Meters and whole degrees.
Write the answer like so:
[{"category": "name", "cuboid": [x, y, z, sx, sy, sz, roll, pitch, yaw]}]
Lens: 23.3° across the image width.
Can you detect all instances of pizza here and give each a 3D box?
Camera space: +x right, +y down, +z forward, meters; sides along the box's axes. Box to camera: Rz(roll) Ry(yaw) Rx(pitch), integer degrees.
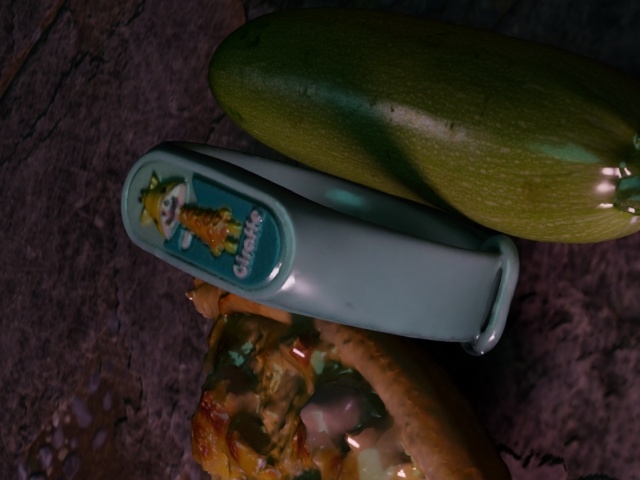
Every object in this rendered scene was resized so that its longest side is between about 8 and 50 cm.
[{"category": "pizza", "cuboid": [-0.011, 0.138, 0.925, 0.323, 0.089, 0.223, 35, 119, 53]}]

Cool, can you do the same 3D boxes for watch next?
[{"category": "watch", "cuboid": [0.000, 0.000, 0.882, 0.237, 0.195, 0.068, 21, 99, 42]}]

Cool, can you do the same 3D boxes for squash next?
[{"category": "squash", "cuboid": [0.069, -0.069, 0.871, 0.395, 0.107, 0.107, 20, 98, 51]}]
